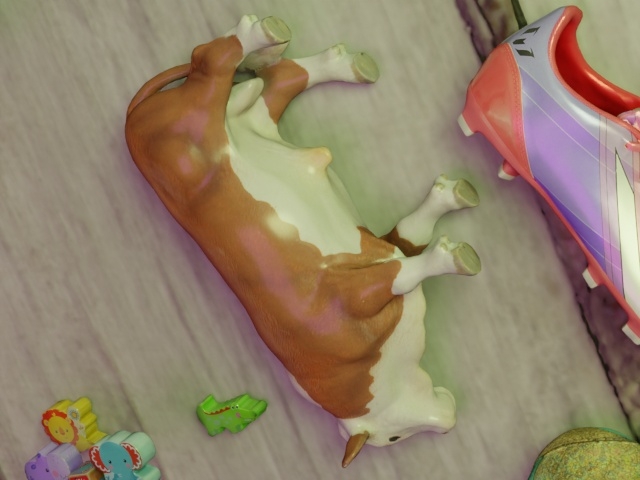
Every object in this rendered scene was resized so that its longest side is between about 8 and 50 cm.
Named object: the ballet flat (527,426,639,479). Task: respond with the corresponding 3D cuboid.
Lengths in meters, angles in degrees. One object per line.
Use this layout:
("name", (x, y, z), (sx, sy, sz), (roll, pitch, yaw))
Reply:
("ballet flat", (0.272, 0.243, 0.844), (0.348, 0.123, 0.123), (33, 125, 13))

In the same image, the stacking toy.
("stacking toy", (-0.170, 0.165, 1.032), (0.221, 0.167, 0.052), (-13, 106, 35))

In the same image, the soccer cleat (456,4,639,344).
("soccer cleat", (0.185, -0.021, 0.791), (0.248, 0.083, 0.095), (48, 123, 5))

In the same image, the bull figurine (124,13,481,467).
("bull figurine", (0.000, 0.000, 0.896), (0.310, 0.101, 0.188), (48, 123, -1))
